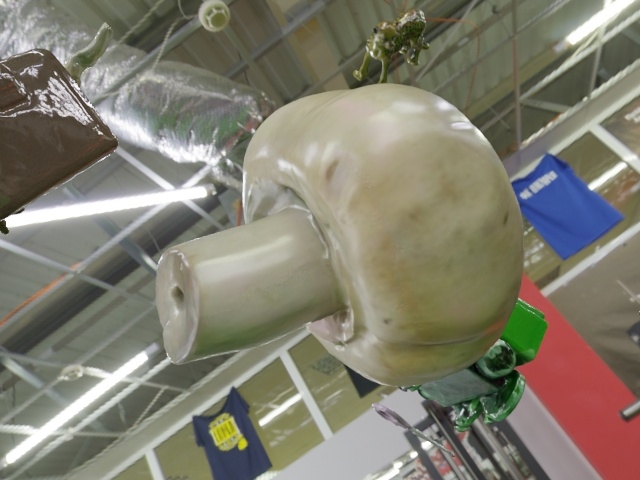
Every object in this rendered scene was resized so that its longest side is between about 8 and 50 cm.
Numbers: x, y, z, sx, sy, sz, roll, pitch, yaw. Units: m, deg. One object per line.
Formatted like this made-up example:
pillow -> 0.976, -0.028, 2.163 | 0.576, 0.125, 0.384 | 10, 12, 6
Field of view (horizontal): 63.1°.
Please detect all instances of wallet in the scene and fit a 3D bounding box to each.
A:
wallet -> -0.254, -0.094, 0.435 | 0.039, 0.118, 0.152 | -16, 23, 33

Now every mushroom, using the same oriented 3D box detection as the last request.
mushroom -> -0.533, -0.419, 1.195 | 0.202, 0.054, 0.059 | -61, 17, -19
mushroom -> 0.029, -0.016, 0.556 | 0.353, 0.353, 0.325 | 2, -50, -47

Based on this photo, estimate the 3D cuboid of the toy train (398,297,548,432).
toy train -> 0.228, 0.169, 0.785 | 0.188, 0.132, 0.243 | -55, -4, -25

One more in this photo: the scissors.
scissors -> 0.213, 0.432, 1.193 | 0.021, 0.212, 0.110 | -59, -12, -19

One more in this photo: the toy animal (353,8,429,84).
toy animal -> 0.142, -0.352, 0.907 | 0.181, 0.073, 0.136 | -37, -20, -24

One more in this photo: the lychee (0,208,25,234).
lychee -> -0.702, -0.135, 1.015 | 0.255, 0.255, 0.300 | -26, -70, -14
